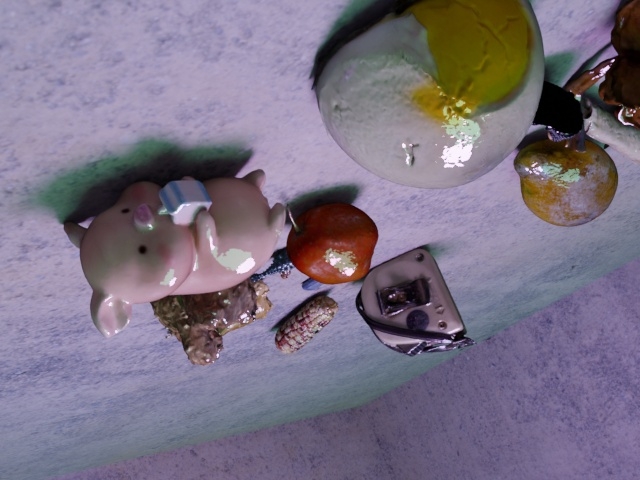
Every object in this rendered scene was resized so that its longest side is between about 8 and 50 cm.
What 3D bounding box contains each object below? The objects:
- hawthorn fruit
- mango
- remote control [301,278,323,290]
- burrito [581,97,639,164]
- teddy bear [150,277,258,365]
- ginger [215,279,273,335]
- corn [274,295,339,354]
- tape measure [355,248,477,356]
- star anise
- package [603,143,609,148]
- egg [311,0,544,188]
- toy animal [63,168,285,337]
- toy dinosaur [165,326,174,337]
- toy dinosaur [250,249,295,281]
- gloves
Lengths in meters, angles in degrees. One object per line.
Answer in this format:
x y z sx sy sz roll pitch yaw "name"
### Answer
0.000 0.000 1.279 0.203 0.162 0.162 12 144 -31 "hawthorn fruit"
0.502 -0.130 1.446 0.193 0.146 0.316 -34 142 26 "mango"
0.022 0.077 1.637 0.152 0.027 0.043 -33 160 33 "remote control"
0.564 -0.206 1.337 0.275 0.082 0.059 15 121 -38 "burrito"
-0.181 0.117 1.291 0.223 0.246 0.296 11 156 31 "teddy bear"
-0.185 0.158 1.564 0.205 0.081 0.115 -35 169 16 "ginger"
-0.038 0.218 1.841 0.086 0.086 0.253 -4 151 -38 "corn"
0.218 0.178 1.723 0.231 0.271 0.133 -27 158 10 "tape measure"
0.486 -0.249 1.114 0.237 0.148 0.346 -60 174 -26 "star anise"
0.657 -0.273 1.383 0.154 0.030 0.239 -21 158 -7 "package"
0.168 -0.172 0.939 0.337 0.201 0.337 -17 159 -6 "egg"
-0.207 0.002 1.014 0.256 0.195 0.213 -1 143 -36 "toy animal"
-0.324 0.200 1.600 0.113 0.026 0.041 -27 167 40 "toy dinosaur"
-0.075 0.048 1.439 0.154 0.049 0.055 -27 161 1 "toy dinosaur"
0.357 -0.212 1.190 0.129 0.106 0.181 -14 -173 -9 "gloves"
